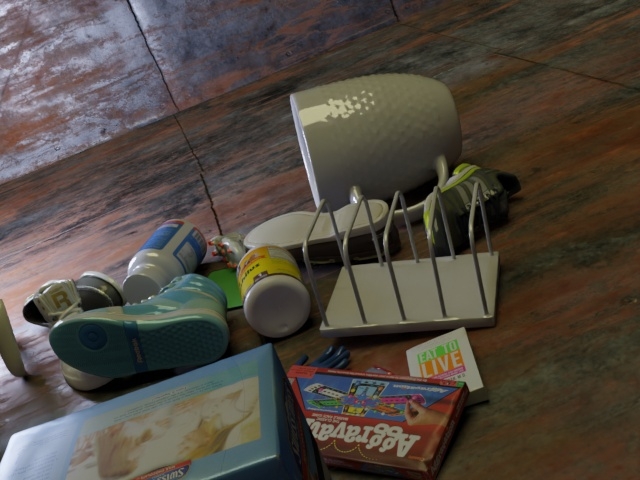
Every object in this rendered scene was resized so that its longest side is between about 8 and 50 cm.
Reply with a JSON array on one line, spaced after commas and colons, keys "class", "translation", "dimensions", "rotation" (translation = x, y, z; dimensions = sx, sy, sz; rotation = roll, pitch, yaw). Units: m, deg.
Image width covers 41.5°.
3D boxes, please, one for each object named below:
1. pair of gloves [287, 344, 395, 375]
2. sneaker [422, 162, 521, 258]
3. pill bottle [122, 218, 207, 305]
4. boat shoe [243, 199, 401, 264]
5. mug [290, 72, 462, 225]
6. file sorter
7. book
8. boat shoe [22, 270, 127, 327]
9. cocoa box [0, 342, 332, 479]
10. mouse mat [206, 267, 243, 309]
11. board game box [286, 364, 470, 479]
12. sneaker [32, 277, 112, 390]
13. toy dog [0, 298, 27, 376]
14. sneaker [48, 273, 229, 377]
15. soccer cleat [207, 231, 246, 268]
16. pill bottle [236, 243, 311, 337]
[{"class": "pair of gloves", "translation": [0.008, 0.220, 1.267], "dimensions": [0.159, 0.023, 0.198], "rotation": [-31, 25, -26]}, {"class": "sneaker", "translation": [0.278, -0.061, 1.557], "dimensions": [0.121, 0.111, 0.300], "rotation": [0, 32, 32]}, {"class": "pill bottle", "translation": [-0.334, 0.054, 1.797], "dimensions": [0.124, 0.124, 0.221], "rotation": [-12, 24, 21]}, {"class": "boat shoe", "translation": [0.000, 0.000, 1.667], "dimensions": [0.324, 0.096, 0.116], "rotation": [-10, 36, 27]}, {"class": "mug", "translation": [0.136, -0.185, 1.800], "dimensions": [0.328, 0.276, 0.374], "rotation": [-14, 53, -2]}, {"class": "file sorter", "translation": [0.134, 0.025, 1.356], "dimensions": [0.278, 0.173, 0.193], "rotation": [-6, 29, 18]}, {"class": "book", "translation": [0.175, 0.188, 1.188], "dimensions": [0.096, 0.035, 0.144], "rotation": [-21, 25, 8]}, {"class": "boat shoe", "translation": [-0.531, 0.136, 1.813], "dimensions": [0.305, 0.109, 0.091], "rotation": [-8, 26, 42]}, {"class": "cocoa box", "translation": [-0.170, 0.311, 0.951], "dimensions": [0.347, 0.228, 0.231], "rotation": [-20, 23, 3]}, {"class": "mouse mat", "translation": [-0.190, 0.097, 1.729], "dimensions": [0.153, 0.007, 0.189], "rotation": [-12, 25, 19]}, {"class": "board game box", "translation": [0.047, 0.239, 1.138], "dimensions": [0.281, 0.027, 0.145], "rotation": [-1, 42, 35]}, {"class": "sneaker", "translation": [-0.479, 0.168, 1.615], "dimensions": [0.108, 0.169, 0.292], "rotation": [-29, 26, -23]}, {"class": "toy dog", "translation": [-0.831, 0.175, 1.641], "dimensions": [0.408, 0.395, 0.284], "rotation": [-22, 30, -24]}, {"class": "sneaker", "translation": [-0.317, 0.147, 1.550], "dimensions": [0.319, 0.127, 0.208], "rotation": [0, 23, 1]}, {"class": "soccer cleat", "translation": [-0.186, 0.013, 1.830], "dimensions": [0.076, 0.068, 0.196], "rotation": [-22, 16, -18]}, {"class": "pill bottle", "translation": [-0.090, 0.081, 1.535], "dimensions": [0.117, 0.117, 0.215], "rotation": [-22, 22, -2]}]
